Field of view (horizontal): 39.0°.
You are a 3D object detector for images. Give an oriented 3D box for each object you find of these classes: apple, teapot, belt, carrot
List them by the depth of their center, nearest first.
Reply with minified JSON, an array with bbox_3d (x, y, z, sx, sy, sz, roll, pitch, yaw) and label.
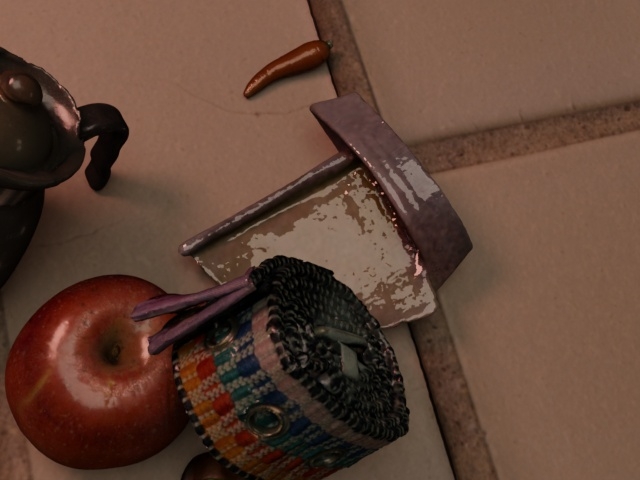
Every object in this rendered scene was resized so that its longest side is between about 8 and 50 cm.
[{"bbox_3d":[-0.040,0.138,0.903,0.160,0.295,0.206,-30,69,19],"label":"belt"},{"bbox_3d":[-0.331,-0.062,0.923,0.305,0.285,0.223,21,43,-37],"label":"teapot"},{"bbox_3d":[-0.225,0.140,0.945,0.201,0.162,0.201,9,63,-18],"label":"apple"},{"bbox_3d":[-0.042,-0.227,1.180,0.142,0.035,0.035,-29,77,-11],"label":"carrot"}]

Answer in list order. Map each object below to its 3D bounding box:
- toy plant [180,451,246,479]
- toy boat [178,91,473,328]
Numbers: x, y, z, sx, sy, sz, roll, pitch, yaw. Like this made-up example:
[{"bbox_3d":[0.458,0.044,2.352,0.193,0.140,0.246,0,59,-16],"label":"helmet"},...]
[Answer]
[{"bbox_3d":[-0.107,0.298,0.912,0.093,0.092,0.162,10,40,-6],"label":"toy plant"},{"bbox_3d":[0.032,-0.007,1.081,0.276,0.111,0.293,39,80,6],"label":"toy boat"}]
